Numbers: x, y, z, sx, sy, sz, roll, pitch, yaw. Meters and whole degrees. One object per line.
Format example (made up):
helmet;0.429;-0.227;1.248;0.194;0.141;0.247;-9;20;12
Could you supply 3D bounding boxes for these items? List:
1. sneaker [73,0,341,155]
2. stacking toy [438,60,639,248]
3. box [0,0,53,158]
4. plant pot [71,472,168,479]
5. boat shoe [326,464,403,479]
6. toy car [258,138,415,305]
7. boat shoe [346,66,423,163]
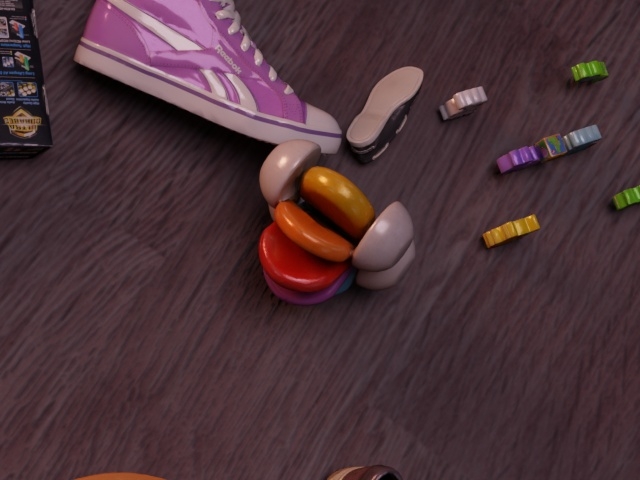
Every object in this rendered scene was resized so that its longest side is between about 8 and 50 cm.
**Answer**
sneaker;-0.087;-0.195;1.700;0.282;0.102;0.161;24;93;-12
stacking toy;0.248;-0.096;1.853;0.221;0.052;0.167;-16;81;-25
box;-0.370;-0.165;1.613;0.220;0.051;0.175;-3;78;-36
plant pot;-0.161;0.332;1.479;0.291;0.203;0.291;6;71;-17
boat shoe;0.041;0.349;1.605;0.103;0.092;0.285;10;70;-17
toy car;0.000;0.000;1.668;0.159;0.182;0.136;35;80;12
boat shoe;0.072;-0.133;1.804;0.046;0.038;0.125;14;54;30
